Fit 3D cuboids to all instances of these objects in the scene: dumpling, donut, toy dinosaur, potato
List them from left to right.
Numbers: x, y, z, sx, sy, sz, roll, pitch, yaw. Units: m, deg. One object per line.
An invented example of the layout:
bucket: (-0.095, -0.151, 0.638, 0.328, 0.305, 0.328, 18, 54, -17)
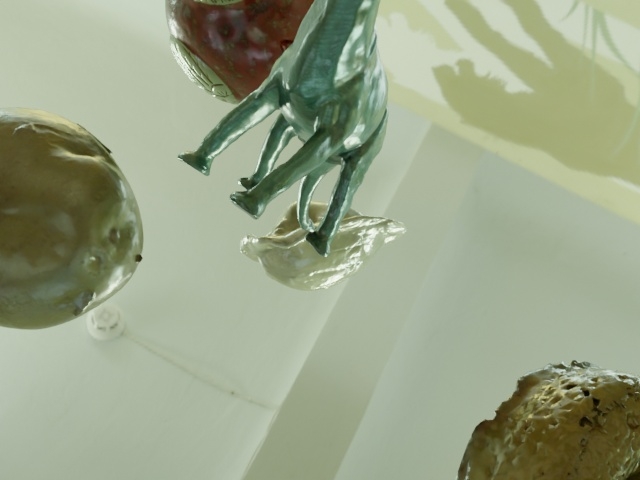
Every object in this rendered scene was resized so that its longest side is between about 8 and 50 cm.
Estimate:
potato: (-0.249, -0.020, 0.678, 0.235, 0.178, 0.160, 16, -168, 28)
dumpling: (0.000, 0.000, 1.157, 0.252, 0.179, 0.132, -4, -104, 6)
toy dinosaur: (0.044, -0.155, 0.672, 0.129, 0.383, 0.331, 38, -86, 11)
donut: (0.220, 0.223, 0.596, 0.272, 0.107, 0.272, 5, -99, -31)

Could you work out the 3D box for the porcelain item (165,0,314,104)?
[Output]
porcelain item: (-0.068, -0.273, 1.005, 0.252, 0.253, 0.253, 6, -123, -10)
